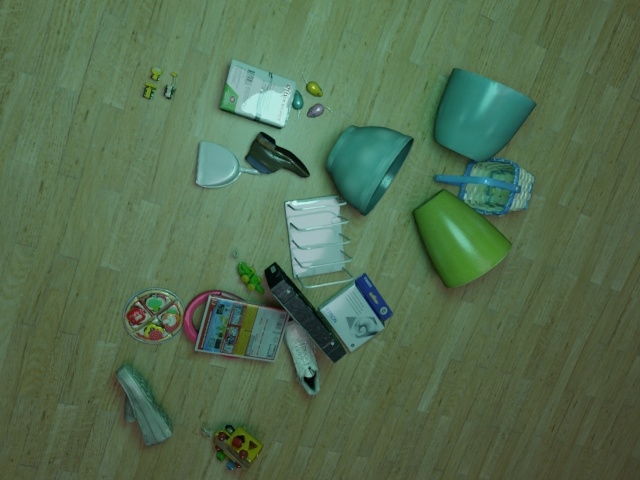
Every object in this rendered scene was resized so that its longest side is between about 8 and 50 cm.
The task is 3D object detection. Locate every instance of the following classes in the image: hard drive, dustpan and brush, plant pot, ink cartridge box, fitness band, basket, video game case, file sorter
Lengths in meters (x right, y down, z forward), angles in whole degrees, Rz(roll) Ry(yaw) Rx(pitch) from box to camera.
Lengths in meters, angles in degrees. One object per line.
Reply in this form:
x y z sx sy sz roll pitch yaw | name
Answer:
-0.059 0.240 1.413 0.064 0.237 0.339 -40 108 -2 | hard drive
-0.290 -0.238 1.363 0.211 0.060 0.147 5 87 -8 | dustpan and brush
0.524 -0.405 1.404 0.293 0.293 0.235 18 112 -16 | plant pot
-0.197 -0.456 1.318 0.209 0.087 0.152 16 97 -15 | ink cartridge box
-0.331 0.293 1.454 0.291 0.054 0.209 32 95 -19 | fitness band
0.142 0.271 1.564 0.224 0.045 0.223 -37 106 -4 | ink cartridge box
0.588 -0.193 1.467 0.289 0.255 0.200 11 97 -26 | basket
-0.266 0.306 1.433 0.285 0.025 0.203 14 101 -18 | video game case
0.473 -0.028 1.488 0.275 0.275 0.293 -37 91 -4 | plant pot
0.000 0.000 1.411 0.193 0.173 0.277 -9 102 -12 | file sorter
0.143 -0.254 1.360 0.196 0.293 0.293 34 92 10 | plant pot

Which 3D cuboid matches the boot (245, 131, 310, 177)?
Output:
-0.144 -0.257 1.391 0.219 0.082 0.106 36 113 -21 | boot

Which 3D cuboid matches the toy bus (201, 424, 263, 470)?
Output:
-0.306 0.736 1.521 0.104 0.191 0.202 -41 114 -48 | toy bus

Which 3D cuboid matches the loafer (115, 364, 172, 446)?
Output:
-0.617 0.569 1.414 0.112 0.112 0.319 -26 106 -16 | loafer

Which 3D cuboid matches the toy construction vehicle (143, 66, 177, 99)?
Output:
-0.490 -0.476 1.278 0.086 0.035 0.098 14 95 -4 | toy construction vehicle

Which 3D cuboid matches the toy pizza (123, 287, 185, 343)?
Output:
-0.561 0.259 1.405 0.202 0.032 0.201 -3 101 -13 | toy pizza

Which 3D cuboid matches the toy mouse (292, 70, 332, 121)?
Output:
-0.041 -0.455 1.383 0.161 0.031 0.143 37 91 -17 | toy mouse

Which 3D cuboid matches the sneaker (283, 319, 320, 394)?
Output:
-0.058 0.425 1.513 0.110 0.118 0.291 -18 103 -7 | sneaker

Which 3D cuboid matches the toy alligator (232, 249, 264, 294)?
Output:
-0.261 0.116 1.439 0.051 0.056 0.189 -21 110 34 | toy alligator
